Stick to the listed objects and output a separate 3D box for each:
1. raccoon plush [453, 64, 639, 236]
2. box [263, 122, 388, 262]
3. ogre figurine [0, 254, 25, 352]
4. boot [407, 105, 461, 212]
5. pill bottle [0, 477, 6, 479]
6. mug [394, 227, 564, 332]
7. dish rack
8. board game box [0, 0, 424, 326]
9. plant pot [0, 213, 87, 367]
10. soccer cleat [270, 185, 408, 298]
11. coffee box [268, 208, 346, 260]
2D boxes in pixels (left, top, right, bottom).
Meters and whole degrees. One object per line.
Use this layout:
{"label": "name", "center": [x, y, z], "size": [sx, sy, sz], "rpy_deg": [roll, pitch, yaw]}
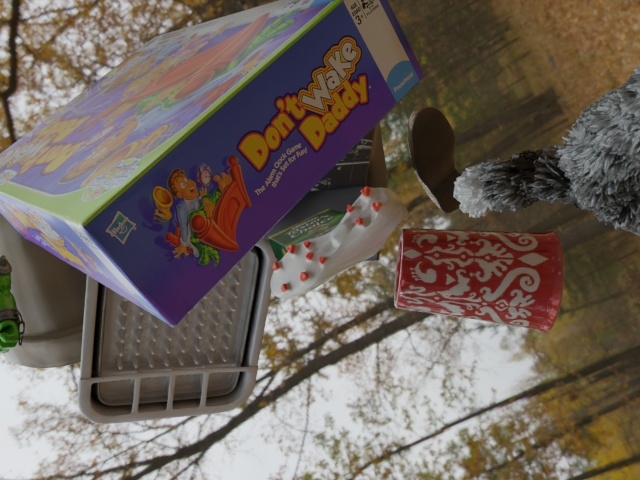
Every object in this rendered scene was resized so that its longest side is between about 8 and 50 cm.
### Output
{"label": "raccoon plush", "center": [0.348, -0.138, 0.762], "size": [0.299, 0.446, 0.216], "rpy_deg": [52, -150, -46]}
{"label": "box", "center": [-0.028, -0.112, 1.374], "size": [0.343, 0.313, 0.179], "rpy_deg": [-77, -20, -55]}
{"label": "ogre figurine", "center": [-0.434, 0.081, 0.798], "size": [0.097, 0.197, 0.118], "rpy_deg": [11, -107, -37]}
{"label": "boot", "center": [0.229, -0.183, 1.406], "size": [0.115, 0.112, 0.305], "rpy_deg": [48, 173, 39]}
{"label": "pill bottle", "center": [-0.246, 0.248, 0.487], "size": [0.119, 0.208, 0.119], "rpy_deg": [9, -102, -44]}
{"label": "mug", "center": [0.171, 0.053, 0.740], "size": [0.113, 0.169, 0.150], "rpy_deg": [-82, -4, -49]}
{"label": "dish rack", "center": [-0.229, 0.128, 1.026], "size": [0.286, 0.332, 0.072], "rpy_deg": [1, -155, -25]}
{"label": "board game box", "center": [-0.124, -0.082, 0.506], "size": [0.347, 0.233, 0.078], "rpy_deg": [13, 143, 53]}
{"label": "plant pot", "center": [-0.452, 0.009, 1.122], "size": [0.323, 0.323, 0.280], "rpy_deg": [-90, -9, -56]}
{"label": "soccer cleat", "center": [0.023, 0.013, 0.785], "size": [0.076, 0.196, 0.068], "rpy_deg": [30, -153, -47]}
{"label": "coffee box", "center": [0.000, 0.000, 0.921], "size": [0.040, 0.113, 0.184], "rpy_deg": [67, 168, -14]}
